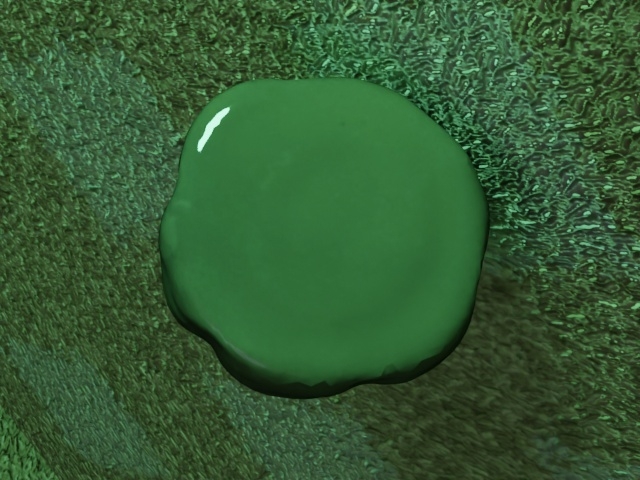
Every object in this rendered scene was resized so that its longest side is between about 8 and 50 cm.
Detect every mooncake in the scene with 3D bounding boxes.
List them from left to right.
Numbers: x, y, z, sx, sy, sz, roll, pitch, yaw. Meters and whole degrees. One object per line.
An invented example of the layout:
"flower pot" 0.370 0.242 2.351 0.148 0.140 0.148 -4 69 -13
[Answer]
"mooncake" 0.000 0.000 1.255 0.275 0.275 0.135 42 167 0
